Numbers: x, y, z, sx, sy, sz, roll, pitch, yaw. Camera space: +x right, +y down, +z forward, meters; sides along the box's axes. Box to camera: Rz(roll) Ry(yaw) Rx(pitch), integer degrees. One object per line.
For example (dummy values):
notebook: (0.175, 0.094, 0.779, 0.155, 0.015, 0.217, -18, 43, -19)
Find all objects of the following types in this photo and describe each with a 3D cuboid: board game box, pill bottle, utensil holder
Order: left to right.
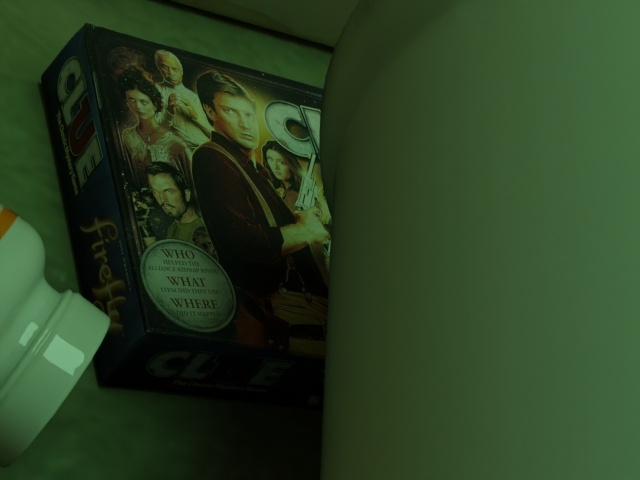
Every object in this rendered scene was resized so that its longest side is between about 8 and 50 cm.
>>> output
pill bottle: (-0.152, 0.009, 0.551, 0.152, 0.086, 0.086, 36, 37, -11)
board game box: (0.000, 0.000, 0.737, 0.243, 0.042, 0.165, 11, 48, -36)
utensil holder: (0.152, 0.113, 0.512, 0.328, 0.327, 0.385, 23, 52, -26)

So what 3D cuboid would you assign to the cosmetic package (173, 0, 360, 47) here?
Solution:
cosmetic package: (-0.042, -0.207, 0.840, 0.309, 0.113, 0.160, 13, 47, -35)
